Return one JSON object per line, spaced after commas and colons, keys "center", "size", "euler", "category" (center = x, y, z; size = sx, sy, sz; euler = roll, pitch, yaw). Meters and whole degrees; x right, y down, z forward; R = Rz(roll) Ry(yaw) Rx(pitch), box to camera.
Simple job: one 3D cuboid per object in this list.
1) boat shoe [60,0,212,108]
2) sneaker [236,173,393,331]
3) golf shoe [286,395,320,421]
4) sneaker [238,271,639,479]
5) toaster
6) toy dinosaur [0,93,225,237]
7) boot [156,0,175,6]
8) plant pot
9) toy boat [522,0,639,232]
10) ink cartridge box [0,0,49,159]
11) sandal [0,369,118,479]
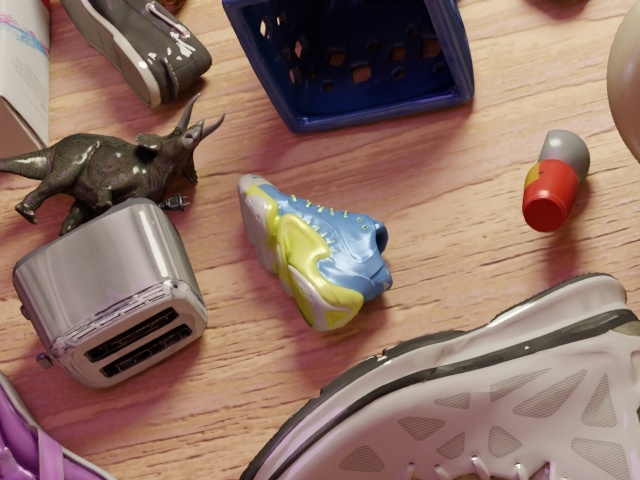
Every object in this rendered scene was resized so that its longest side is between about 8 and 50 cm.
{"center": [-0.253, -0.293, 2.060], "size": [0.095, 0.112, 0.335], "euler": [-29, 55, -16], "category": "boat shoe"}
{"center": [0.000, 0.000, 1.774], "size": [0.126, 0.091, 0.240], "euler": [-21, 50, -14], "category": "sneaker"}
{"center": [0.048, 0.163, 1.625], "size": [0.198, 0.094, 0.077], "euler": [-13, 55, 17], "category": "golf shoe"}
{"center": [0.160, 0.213, 1.435], "size": [0.447, 0.169, 0.257], "euler": [-24, 57, -20], "category": "sneaker"}
{"center": [-0.221, 0.059, 1.792], "size": [0.227, 0.129, 0.146], "euler": [-28, 55, 1], "category": "toaster"}
{"center": [-0.262, -0.072, 1.923], "size": [0.313, 0.121, 0.160], "euler": [1, 47, 29], "category": "toy dinosaur"}
{"center": [-0.089, -0.413, 2.077], "size": [0.220, 0.109, 0.283], "euler": [8, 55, 23], "category": "boot"}
{"center": [0.041, -0.286, 1.846], "size": [0.236, 0.236, 0.212], "euler": [-9, 49, 18], "category": "plant pot"}
{"center": [0.340, -0.113, 1.621], "size": [0.318, 0.267, 0.148], "euler": [-26, 20, 29], "category": "toy boat"}
{"center": [-0.476, -0.235, 2.095], "size": [0.226, 0.131, 0.306], "euler": [-17, 52, 13], "category": "ink cartridge box"}
{"center": [-0.337, 0.258, 1.721], "size": [0.169, 0.102, 0.416], "euler": [-46, 53, -10], "category": "sandal"}
